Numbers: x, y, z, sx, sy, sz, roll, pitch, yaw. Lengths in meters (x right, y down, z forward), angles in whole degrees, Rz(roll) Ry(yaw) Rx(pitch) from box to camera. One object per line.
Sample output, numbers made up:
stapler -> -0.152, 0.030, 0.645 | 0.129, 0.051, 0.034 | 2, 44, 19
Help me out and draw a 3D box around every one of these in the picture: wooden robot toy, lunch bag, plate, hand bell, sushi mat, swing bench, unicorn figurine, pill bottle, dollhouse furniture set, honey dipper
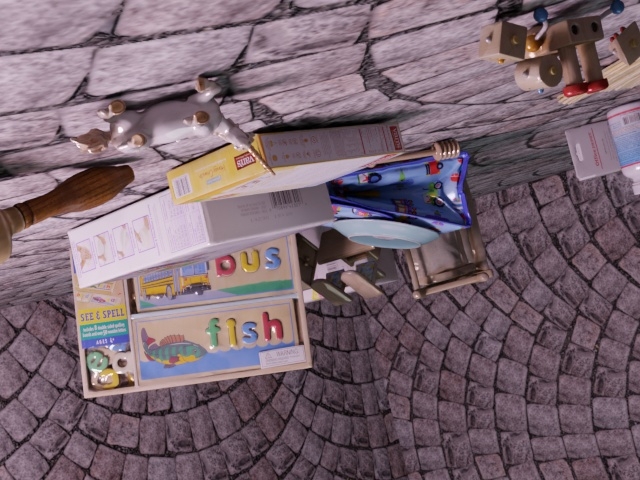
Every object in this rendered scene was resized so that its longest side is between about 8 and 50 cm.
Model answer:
wooden robot toy -> 0.198, -0.160, 0.817 | 0.173, 0.076, 0.079 | -13, -172, -30
lunch bag -> 0.084, -0.076, 1.633 | 0.293, 0.138, 0.221 | -1, 176, -13
plate -> 0.112, -0.008, 1.627 | 0.188, 0.024, 0.188 | 7, 172, 1
hand bell -> -0.280, -0.025, 0.907 | 0.242, 0.126, 0.126 | -27, -174, -41
sushi mat -> 0.423, -0.225, 1.181 | 0.151, 0.019, 0.316 | -15, 177, -8
swing bench -> 0.255, -0.022, 1.985 | 0.165, 0.253, 0.254 | -15, 177, 11
unicorn figurine -> -0.112, -0.092, 0.754 | 0.162, 0.060, 0.111 | 2, 176, -7
pill bottle -> 0.574, -0.166, 1.681 | 0.087, 0.160, 0.087 | -14, 177, -1
dollhouse furniture set -> 0.000, 0.000, 1.834 | 0.242, 0.212, 0.161 | -17, 139, 37
honey dipper -> 0.144, -0.133, 1.483 | 0.160, 0.030, 0.030 | -11, 176, -20

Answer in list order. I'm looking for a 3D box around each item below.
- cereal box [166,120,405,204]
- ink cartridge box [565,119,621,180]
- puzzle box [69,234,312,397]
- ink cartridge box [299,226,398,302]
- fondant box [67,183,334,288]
cereal box -> -0.038, -0.093, 1.123 | 0.173, 0.047, 0.240 | -17, 177, 44
ink cartridge box -> 0.564, -0.184, 1.878 | 0.181, 0.104, 0.061 | -13, 177, -16
puzzle box -> -0.229, 0.120, 1.681 | 0.409, 0.272, 0.052 | -8, 171, -4
ink cartridge box -> -0.022, 0.032, 2.100 | 0.353, 0.207, 0.119 | -15, 176, 34
fondant box -> -0.180, -0.021, 1.376 | 0.330, 0.096, 0.238 | -18, 176, 44
